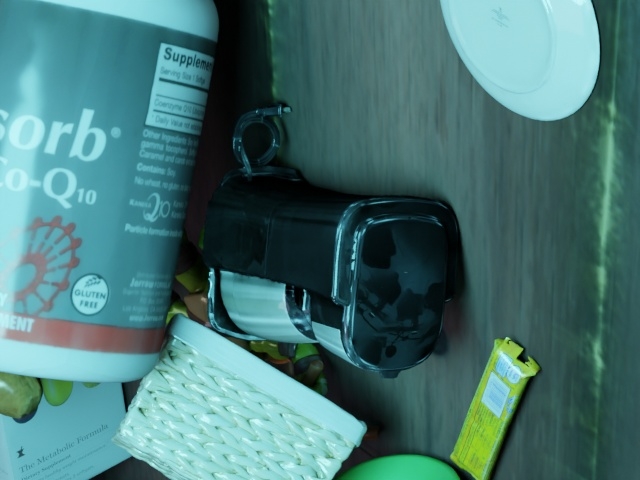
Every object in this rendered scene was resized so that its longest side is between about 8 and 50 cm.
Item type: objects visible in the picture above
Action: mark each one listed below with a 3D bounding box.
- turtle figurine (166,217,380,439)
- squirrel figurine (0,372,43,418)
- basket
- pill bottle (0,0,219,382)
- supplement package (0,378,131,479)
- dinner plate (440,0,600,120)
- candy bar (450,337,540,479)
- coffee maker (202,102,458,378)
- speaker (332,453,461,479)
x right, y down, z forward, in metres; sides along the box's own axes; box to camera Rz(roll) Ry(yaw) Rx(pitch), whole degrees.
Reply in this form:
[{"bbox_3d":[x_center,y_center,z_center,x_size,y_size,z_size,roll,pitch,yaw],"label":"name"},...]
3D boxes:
[{"bbox_3d":[-0.068,0.053,1.574,0.269,0.087,0.217,22,146,30],"label":"turtle figurine"},{"bbox_3d":[-0.361,-0.090,1.639,0.397,0.281,0.370,-115,34,-54],"label":"squirrel figurine"},{"bbox_3d":[-0.066,0.143,1.482,0.167,0.103,0.113,32,168,-3],"label":"basket"},{"bbox_3d":[-0.186,-0.095,1.389,0.210,0.210,0.363,13,93,53],"label":"pill bottle"},{"bbox_3d":[-0.285,0.113,1.903,0.134,0.139,0.244,33,140,42],"label":"supplement package"},{"bbox_3d":[0.115,-0.136,1.211,0.141,0.017,0.141,35,139,37],"label":"dinner plate"},{"bbox_3d":[0.122,0.126,1.412,0.040,0.018,0.161,43,145,23],"label":"candy bar"},{"bbox_3d":[0.000,0.000,1.395,0.178,0.120,0.171,7,120,54],"label":"coffee maker"},{"bbox_3d":[0.079,0.318,1.528,0.131,0.131,0.296,20,130,49],"label":"speaker"}]
